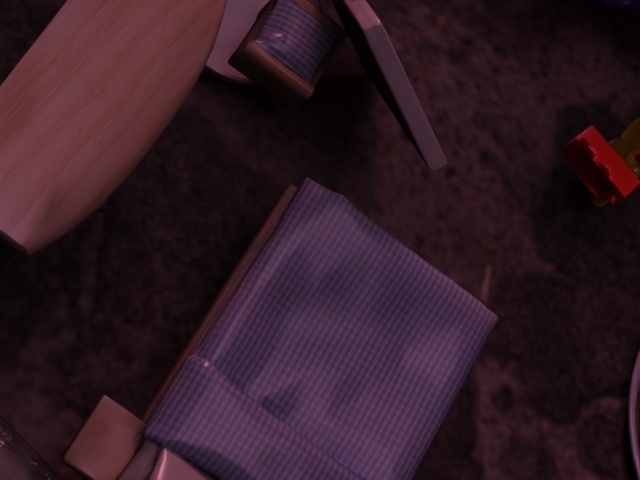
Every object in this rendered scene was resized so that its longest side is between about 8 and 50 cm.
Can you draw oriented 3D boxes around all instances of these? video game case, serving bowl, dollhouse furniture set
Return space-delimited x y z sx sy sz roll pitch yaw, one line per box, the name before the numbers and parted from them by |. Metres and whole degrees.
video game case | 0.027 -0.096 0.860 0.011 0.122 0.087 -28 122 1
serving bowl | -0.042 -0.118 0.890 0.083 0.027 0.083 5 77 -22
dollhouse furniture set | 0.000 0.000 0.757 0.303 0.198 0.286 38 67 -12

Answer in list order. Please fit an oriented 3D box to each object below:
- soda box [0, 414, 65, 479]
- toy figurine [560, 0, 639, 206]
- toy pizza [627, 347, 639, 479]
soda box | -0.135 0.130 0.745 0.169 0.053 0.060 46 60 -6
toy figurine | 0.221 -0.208 0.974 0.362 0.191 0.217 -39 88 -33
toy pizza | 0.262 0.113 0.969 0.201 0.032 0.201 9 70 -25
